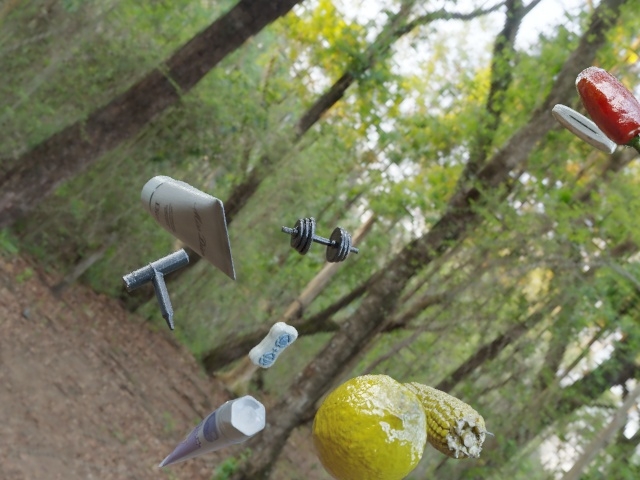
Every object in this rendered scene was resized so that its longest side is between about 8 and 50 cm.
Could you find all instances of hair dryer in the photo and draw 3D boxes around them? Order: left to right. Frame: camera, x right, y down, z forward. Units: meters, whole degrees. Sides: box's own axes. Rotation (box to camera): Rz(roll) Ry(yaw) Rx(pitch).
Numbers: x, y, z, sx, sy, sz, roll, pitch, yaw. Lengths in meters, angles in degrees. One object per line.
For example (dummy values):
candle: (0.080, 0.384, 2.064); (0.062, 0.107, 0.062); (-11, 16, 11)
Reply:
hair dryer: (-0.381, 0.129, 2.222); (0.195, 0.173, 0.050); (54, -19, 23)

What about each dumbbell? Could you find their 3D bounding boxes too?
dumbbell: (0.000, 0.000, 2.230); (0.208, 0.099, 0.099); (16, 4, -17)

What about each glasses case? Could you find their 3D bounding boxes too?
glasses case: (0.729, -0.309, 2.443); (0.204, 0.051, 0.081); (40, 2, 22)

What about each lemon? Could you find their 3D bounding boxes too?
lemon: (0.076, 0.300, 1.390); (0.180, 0.180, 0.193); (44, -27, 26)

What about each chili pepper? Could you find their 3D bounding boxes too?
chili pepper: (0.587, -0.275, 1.769); (0.137, 0.092, 0.369); (32, 31, -27)

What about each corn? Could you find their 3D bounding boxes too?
corn: (0.226, 0.342, 1.730); (0.106, 0.106, 0.305); (47, -8, -16)

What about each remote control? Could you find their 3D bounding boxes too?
remote control: (-0.109, 0.243, 2.038); (0.074, 0.122, 0.032); (29, 17, -47)

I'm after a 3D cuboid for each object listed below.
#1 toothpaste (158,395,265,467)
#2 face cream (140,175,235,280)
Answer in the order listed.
toothpaste: (-0.218, 0.387, 1.756); (0.080, 0.125, 0.371); (49, -36, -2)
face cream: (-0.226, -0.042, 1.560); (0.314, 0.089, 0.143); (27, -51, 53)
